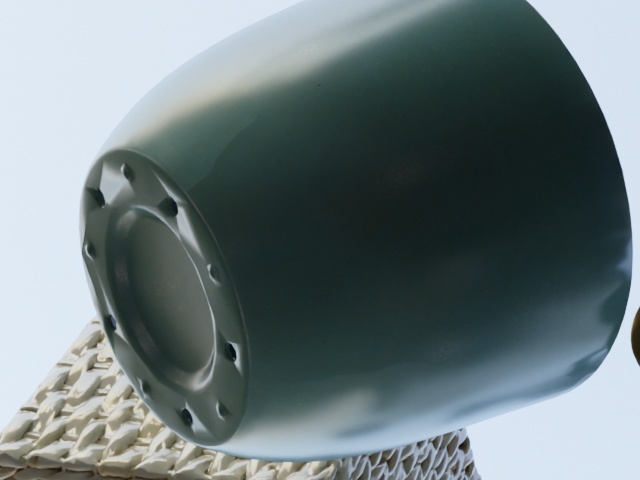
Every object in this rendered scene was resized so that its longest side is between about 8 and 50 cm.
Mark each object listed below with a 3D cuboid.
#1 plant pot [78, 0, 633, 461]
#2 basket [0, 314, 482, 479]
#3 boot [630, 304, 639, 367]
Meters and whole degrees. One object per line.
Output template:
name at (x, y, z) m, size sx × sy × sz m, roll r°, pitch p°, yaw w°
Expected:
plant pot at (0.000, 0.000, 1.096) m, size 0.293 × 0.235 × 0.293 m, roll 35°, pitch -45°, yaw 43°
basket at (-0.061, 0.209, 1.572) m, size 0.328 × 0.331 × 0.266 m, roll 4°, pitch -59°, yaw 22°
boot at (0.343, 0.095, 1.233) m, size 0.262 × 0.203 × 0.095 m, roll 27°, pitch -72°, yaw 14°
